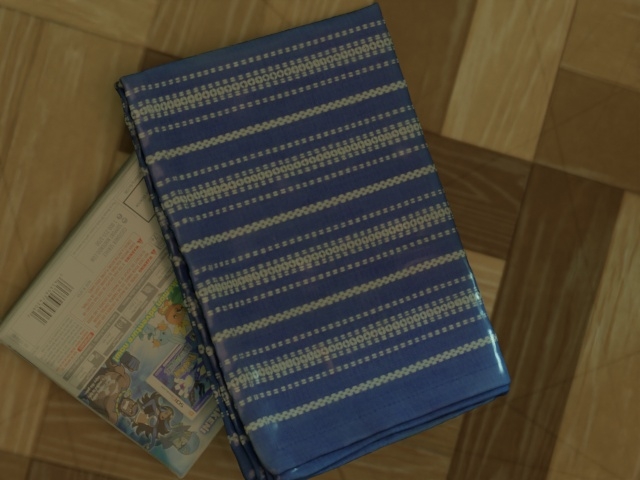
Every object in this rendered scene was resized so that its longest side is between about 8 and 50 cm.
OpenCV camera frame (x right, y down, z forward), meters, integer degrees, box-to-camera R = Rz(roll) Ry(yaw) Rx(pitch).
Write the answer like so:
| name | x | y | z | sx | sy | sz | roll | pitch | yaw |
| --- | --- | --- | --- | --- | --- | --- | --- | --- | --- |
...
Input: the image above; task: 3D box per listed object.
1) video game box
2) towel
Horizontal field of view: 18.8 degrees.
| name | x | y | z | sx | sy | sz | roll | pitch | yaw |
| --- | --- | --- | --- | --- | --- | --- | --- | --- | --- |
| video game box | -0.120 | 0.049 | 1.510 | 0.187 | 0.048 | 0.205 | 39 | 84 | -10 |
| towel | 0.000 | 0.000 | 1.497 | 0.243 | 0.040 | 0.336 | -18 | 88 | -25 |
